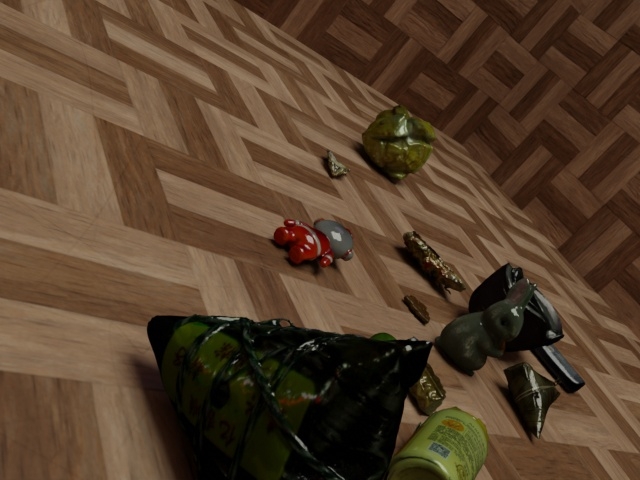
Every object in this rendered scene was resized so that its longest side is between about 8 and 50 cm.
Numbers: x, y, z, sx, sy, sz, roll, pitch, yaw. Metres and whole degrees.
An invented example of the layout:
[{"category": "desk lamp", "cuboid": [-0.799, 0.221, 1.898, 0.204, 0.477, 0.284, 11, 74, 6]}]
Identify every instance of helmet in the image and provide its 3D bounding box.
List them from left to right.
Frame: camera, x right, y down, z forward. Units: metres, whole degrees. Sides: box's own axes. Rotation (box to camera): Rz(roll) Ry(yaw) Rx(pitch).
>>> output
[{"category": "helmet", "cuboid": [0.510, 0.201, 1.769, 0.305, 0.177, 0.224, 30, 29, -50]}]

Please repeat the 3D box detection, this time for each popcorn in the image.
[{"category": "popcorn", "cuboid": [0.270, -0.364, 2.408, 0.277, 0.225, 0.276, 25, 21, -10]}]

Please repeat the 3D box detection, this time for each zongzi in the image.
[{"category": "zongzi", "cuboid": [-0.049, 0.262, 0.751, 0.319, 0.361, 0.384, 27, -13, -27]}, {"category": "zongzi", "cuboid": [0.521, 0.394, 1.559, 0.187, 0.084, 0.184, 28, 38, -39]}]

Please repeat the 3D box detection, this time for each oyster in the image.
[{"category": "oyster", "cuboid": [0.056, -0.231, 2.026, 0.122, 0.045, 0.146, 15, 25, -41]}]

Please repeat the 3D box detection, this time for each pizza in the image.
[{"category": "pizza", "cuboid": [0.308, 0.069, 1.848, 0.226, 0.069, 0.147, 48, 1, 11]}]

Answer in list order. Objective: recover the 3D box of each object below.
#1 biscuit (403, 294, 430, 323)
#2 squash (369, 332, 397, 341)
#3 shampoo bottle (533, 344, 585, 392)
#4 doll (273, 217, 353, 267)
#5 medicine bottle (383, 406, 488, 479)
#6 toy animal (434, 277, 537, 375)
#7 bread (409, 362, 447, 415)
[{"category": "biscuit", "cuboid": [0.237, 0.167, 1.595, 0.082, 0.016, 0.092, 28, 25, -41]}, {"category": "squash", "cuboid": [0.099, 0.236, 1.146, 0.082, 0.082, 0.292, 40, 21, -1]}, {"category": "shampoo bottle", "cuboid": [0.671, 0.337, 1.938, 0.087, 0.049, 0.233, 11, 36, -49]}, {"category": "doll", "cuboid": [0.000, 0.000, 1.451, 0.142, 0.076, 0.245, 50, 27, 20]}, {"category": "medicine bottle", "cuboid": [0.185, 0.344, 1.033, 0.124, 0.124, 0.239, 46, 21, 14]}, {"category": "toy animal", "cuboid": [0.386, 0.188, 1.483, 0.127, 0.251, 0.125, 12, 38, -51]}, {"category": "bread", "cuboid": [0.197, 0.274, 1.267, 0.066, 0.060, 0.110, -8, 44, -24]}]
